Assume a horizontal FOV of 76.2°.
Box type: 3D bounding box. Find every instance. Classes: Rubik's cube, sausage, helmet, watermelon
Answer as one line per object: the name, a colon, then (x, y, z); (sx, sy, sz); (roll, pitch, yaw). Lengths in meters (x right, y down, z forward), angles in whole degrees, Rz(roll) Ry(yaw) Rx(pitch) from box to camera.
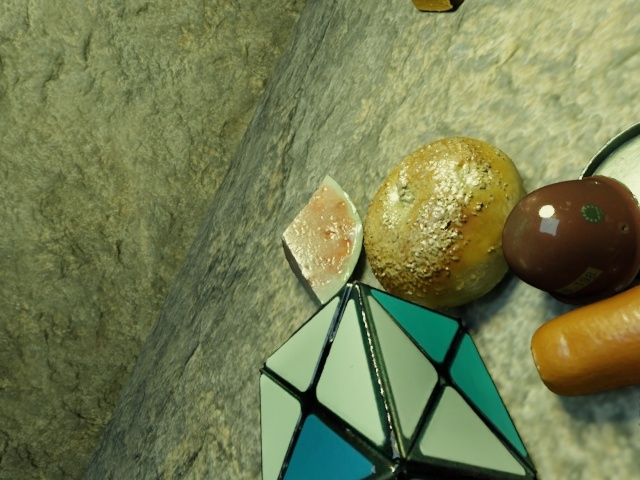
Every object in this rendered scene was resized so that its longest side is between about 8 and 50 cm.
Rubik's cube: (0.081, 0.242, 0.557); (0.250, 0.248, 0.247); (-47, 35, 29)
sausage: (0.335, 0.097, 0.426); (0.238, 0.098, 0.098); (-38, 39, 40)
helmet: (0.281, 0.000, 0.506); (0.175, 0.106, 0.155); (107, 163, -63)
watermelon: (0.000, 0.000, 0.958); (0.260, 0.176, 0.256); (-48, 34, -18)

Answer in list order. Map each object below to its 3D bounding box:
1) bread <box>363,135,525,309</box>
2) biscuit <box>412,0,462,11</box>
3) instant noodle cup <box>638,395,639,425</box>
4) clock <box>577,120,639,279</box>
bread: (0.187, -0.037, 0.691); (0.305, 0.158, 0.306); (-38, 39, 40)
biscuit: (0.307, -0.642, 1.071); (0.056, 0.052, 0.188); (-45, 34, 7)
instant noodle cup: (0.334, 0.158, 0.334); (0.127, 0.135, 0.127); (-36, 39, 37)
clock: (0.410, -0.056, 0.473); (0.215, 0.041, 0.215); (-37, 40, 38)
